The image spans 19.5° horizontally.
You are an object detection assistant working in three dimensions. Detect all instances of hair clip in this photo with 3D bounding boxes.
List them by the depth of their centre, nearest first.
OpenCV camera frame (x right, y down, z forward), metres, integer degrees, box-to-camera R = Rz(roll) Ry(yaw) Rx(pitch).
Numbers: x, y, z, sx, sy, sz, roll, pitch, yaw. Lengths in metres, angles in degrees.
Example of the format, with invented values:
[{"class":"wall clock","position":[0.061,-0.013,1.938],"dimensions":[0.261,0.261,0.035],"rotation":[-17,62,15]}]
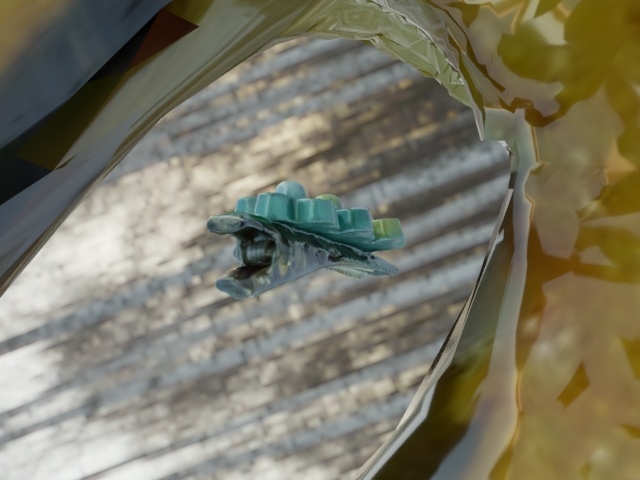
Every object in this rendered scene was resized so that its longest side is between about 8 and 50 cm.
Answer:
[{"class":"hair clip","position":[0.001,-0.001,0.798],"dimensions":[0.173,0.049,0.049],"rotation":[3,-115,-68]}]

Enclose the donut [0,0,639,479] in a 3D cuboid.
[{"class":"donut","position":[0.006,0.003,0.404],"dimensions":[0.435,0.378,0.163],"rotation":[45,167,13]}]
